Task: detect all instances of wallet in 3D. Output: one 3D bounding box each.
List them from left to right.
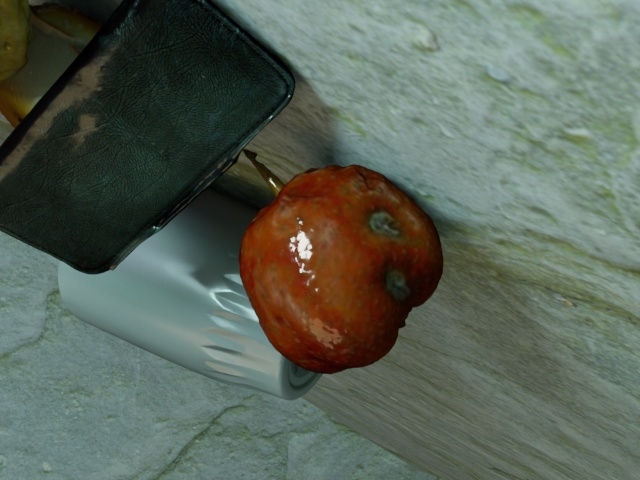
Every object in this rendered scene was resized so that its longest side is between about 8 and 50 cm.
[{"bbox_3d":[-0.178,-0.091,0.692,0.172,0.045,0.318,35,119,-29],"label":"wallet"}]

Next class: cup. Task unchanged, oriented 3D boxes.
[{"bbox_3d":[-0.156,0.055,1.057,0.371,0.253,0.253,20,161,21],"label":"cup"}]

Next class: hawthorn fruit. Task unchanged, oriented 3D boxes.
[{"bbox_3d":[0.000,0.000,0.752,0.243,0.207,0.207,50,162,-1],"label":"hawthorn fruit"}]

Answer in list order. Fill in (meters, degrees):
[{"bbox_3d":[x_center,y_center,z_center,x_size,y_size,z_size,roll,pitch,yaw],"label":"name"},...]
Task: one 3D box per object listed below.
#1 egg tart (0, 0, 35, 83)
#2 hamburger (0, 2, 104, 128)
[{"bbox_3d":[-0.373,-0.288,0.577,0.387,0.169,0.388,26,159,10],"label":"egg tart"},{"bbox_3d":[-0.249,-0.147,0.805,0.237,0.147,0.237,39,163,15],"label":"hamburger"}]
